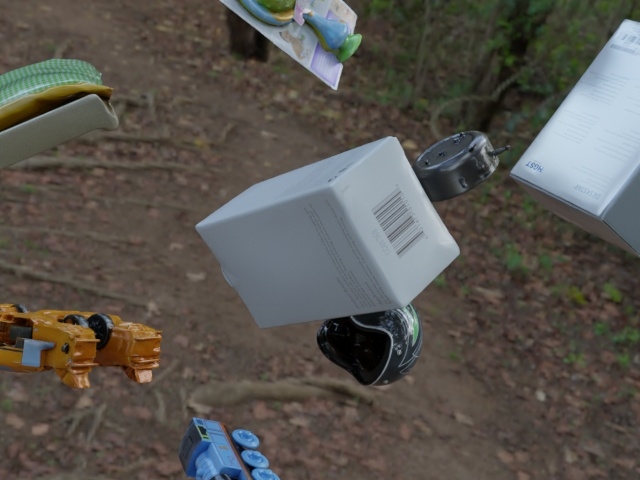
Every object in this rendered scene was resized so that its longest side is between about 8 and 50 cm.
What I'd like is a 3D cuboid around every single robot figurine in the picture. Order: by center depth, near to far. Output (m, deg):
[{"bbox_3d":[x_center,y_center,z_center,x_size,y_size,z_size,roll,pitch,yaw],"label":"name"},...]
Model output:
[{"bbox_3d":[-0.353,0.127,1.333,0.291,0.085,0.211,2,-2,37],"label":"robot figurine"}]

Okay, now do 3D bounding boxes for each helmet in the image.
[{"bbox_3d":[0.094,0.159,1.796,0.161,0.169,0.169,36,20,-3],"label":"helmet"}]

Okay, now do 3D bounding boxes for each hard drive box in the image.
[{"bbox_3d":[0.354,-0.120,1.206,0.089,0.232,0.181,37,2,-31],"label":"hard drive box"}]

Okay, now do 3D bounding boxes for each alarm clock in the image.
[{"bbox_3d":[0.189,-0.115,1.625,0.129,0.064,0.192,-40,18,-26],"label":"alarm clock"}]

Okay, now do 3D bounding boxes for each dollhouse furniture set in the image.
[{"bbox_3d":[-0.365,-0.144,1.023,0.302,0.151,0.197,-25,30,-9],"label":"dollhouse furniture set"}]

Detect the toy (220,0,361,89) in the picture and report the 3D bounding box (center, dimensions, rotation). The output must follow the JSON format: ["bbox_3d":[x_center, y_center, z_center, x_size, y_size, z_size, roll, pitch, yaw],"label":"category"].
[{"bbox_3d":[-0.039,-0.301,1.262,0.237,0.056,0.137,38,50,-30],"label":"toy"}]

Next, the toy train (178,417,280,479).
[{"bbox_3d":[-0.128,0.320,1.474,0.105,0.080,0.184,15,17,-27],"label":"toy train"}]

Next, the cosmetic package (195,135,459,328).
[{"bbox_3d":[0.000,0.000,1.650,0.156,0.217,0.385,-40,17,-33],"label":"cosmetic package"}]
